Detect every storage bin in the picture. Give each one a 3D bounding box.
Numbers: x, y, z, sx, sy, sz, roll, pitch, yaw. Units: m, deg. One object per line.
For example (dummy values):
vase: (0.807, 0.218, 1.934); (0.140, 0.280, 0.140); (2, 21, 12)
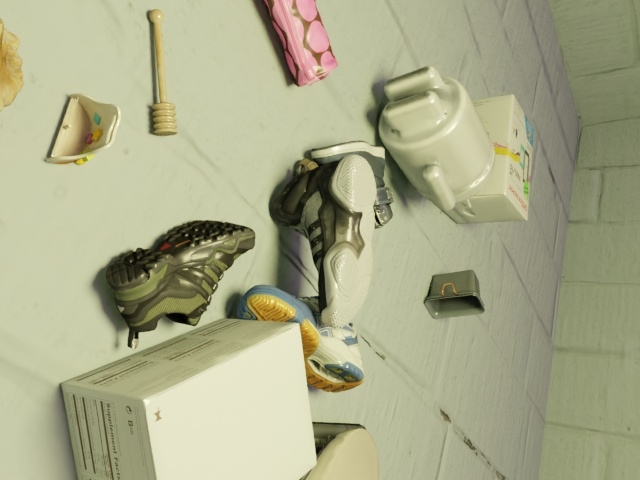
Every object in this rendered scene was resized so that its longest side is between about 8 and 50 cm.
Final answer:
storage bin: (0.329, 0.124, 1.425); (0.098, 0.135, 0.091); (54, 36, -39)

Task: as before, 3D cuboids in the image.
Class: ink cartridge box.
ink cartridge box: (0.426, -0.201, 1.510); (0.198, 0.197, 0.270); (28, 66, -51)

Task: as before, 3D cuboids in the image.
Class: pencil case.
pencil case: (-0.041, -0.354, 0.934); (0.098, 0.095, 0.209); (-95, 163, -59)

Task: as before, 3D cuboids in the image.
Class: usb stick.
usb stick: (0.002, 0.354, 1.001); (0.278, 0.045, 0.077); (27, 68, -52)

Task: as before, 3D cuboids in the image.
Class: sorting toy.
sorting toy: (-0.248, -0.118, 0.630); (0.045, 0.075, 0.083); (33, 63, -50)

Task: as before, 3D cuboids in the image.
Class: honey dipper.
honey dipper: (-0.204, -0.217, 0.743); (0.030, 0.030, 0.161); (-1, 87, -56)

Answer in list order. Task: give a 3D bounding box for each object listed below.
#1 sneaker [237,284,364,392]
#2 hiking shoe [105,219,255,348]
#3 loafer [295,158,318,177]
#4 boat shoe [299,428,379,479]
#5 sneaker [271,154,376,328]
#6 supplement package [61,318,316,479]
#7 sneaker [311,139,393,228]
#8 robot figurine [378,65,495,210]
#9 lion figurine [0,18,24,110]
sneaker: (-0.032, 0.137, 0.936); (0.296, 0.111, 0.131); (48, 31, -43)
hiking shoe: (-0.171, 0.048, 0.749); (0.226, 0.086, 0.114); (-28, 125, -47)
loafer: (0.001, -0.076, 1.015); (0.056, 0.050, 0.148); (-49, 128, -45)
boat shoe: (-0.036, 0.388, 0.864); (0.340, 0.158, 0.127); (-15, 89, -64)
sneaker: (0.000, 0.000, 0.921); (0.101, 0.153, 0.269); (16, 78, -54)
supplement package: (-0.143, 0.231, 0.708); (0.261, 0.145, 0.204); (-17, 102, -54)
sneaker: (0.066, -0.098, 1.079); (0.226, 0.086, 0.164); (-4, 90, -57)
robot figurine: (0.259, -0.215, 1.265); (0.353, 0.199, 0.300); (45, 45, -45)
lion figurine: (-0.392, -0.052, 0.395); (0.240, 0.142, 0.392); (43, 68, -55)
